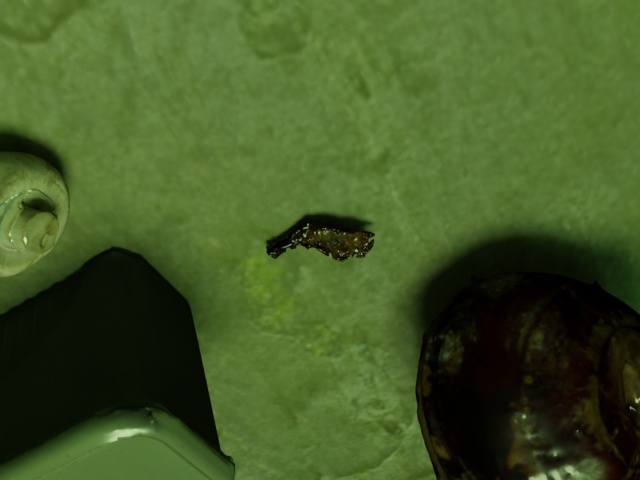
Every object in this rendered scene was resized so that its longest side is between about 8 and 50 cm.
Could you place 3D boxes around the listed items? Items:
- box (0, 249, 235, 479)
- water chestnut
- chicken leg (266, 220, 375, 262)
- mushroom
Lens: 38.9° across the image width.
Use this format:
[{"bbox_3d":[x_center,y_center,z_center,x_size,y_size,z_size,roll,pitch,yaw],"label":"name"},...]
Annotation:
[{"bbox_3d":[-0.203,0.144,0.647,0.274,0.178,0.138,-27,132,10],"label":"box"},{"bbox_3d":[0.165,0.134,0.731,0.238,0.224,0.223,5,151,45],"label":"water chestnut"},{"bbox_3d":[0.002,-0.001,0.679,0.083,0.021,0.036,0,140,-14],"label":"chicken leg"},{"bbox_3d":[-0.198,-0.016,0.576,0.083,0.067,0.084,-30,130,-43],"label":"mushroom"}]
